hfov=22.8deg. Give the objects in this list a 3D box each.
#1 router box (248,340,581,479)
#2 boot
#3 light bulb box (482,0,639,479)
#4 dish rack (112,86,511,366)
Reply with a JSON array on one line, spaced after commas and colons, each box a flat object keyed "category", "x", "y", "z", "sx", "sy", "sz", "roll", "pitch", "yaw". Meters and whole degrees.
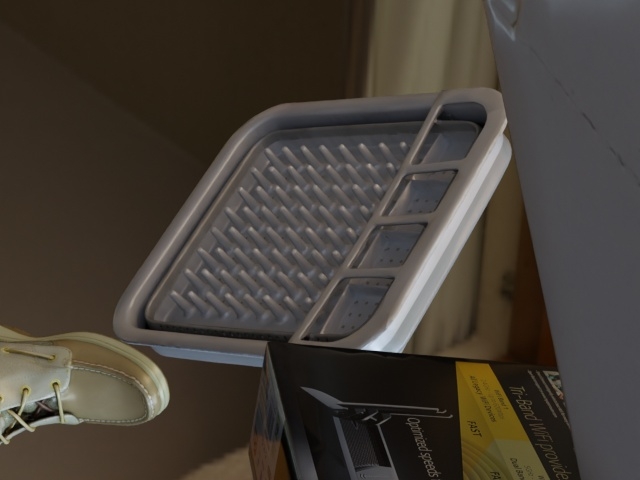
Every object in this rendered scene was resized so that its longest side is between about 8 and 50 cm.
[{"category": "router box", "x": 0.099, "y": 0.164, "z": 0.842, "sx": 0.242, "sy": 0.081, "sz": 0.309, "roll": 6, "pitch": -158, "yaw": -11}, {"category": "boot", "x": -0.238, "y": 0.136, "z": 1.208, "sx": 0.213, "sy": 0.077, "sz": 0.165, "roll": 8, "pitch": -148, "yaw": 20}, {"category": "light bulb box", "x": 0.288, "y": 0.029, "z": 0.544, "sx": 0.361, "sy": 0.358, "sz": 0.225, "roll": -11, "pitch": 178, "yaw": -19}, {"category": "dish rack", "x": 0.000, "y": 0.000, "z": 1.346, "sx": 0.332, "sy": 0.072, "sz": 0.286, "roll": 2, "pitch": -128, "yaw": 45}]
